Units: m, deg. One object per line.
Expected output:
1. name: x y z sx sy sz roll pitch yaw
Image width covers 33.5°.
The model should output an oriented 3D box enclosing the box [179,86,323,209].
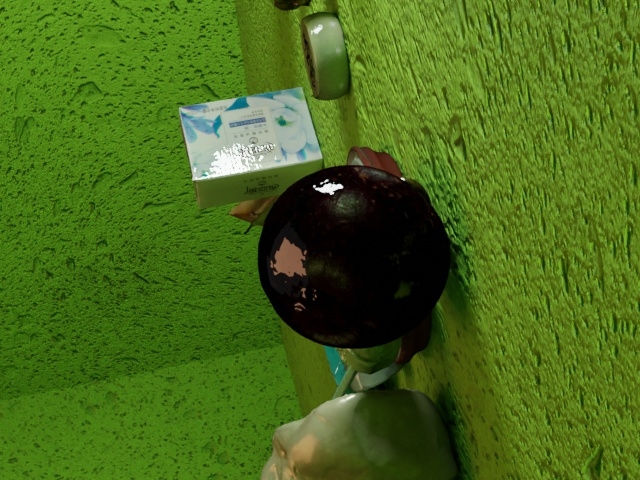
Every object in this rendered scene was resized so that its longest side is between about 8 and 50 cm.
1. box: -0.148 -0.198 2.260 0.116 0.274 0.203 92 166 -58

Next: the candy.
1. candy: 0.033 0.200 1.473 0.093 0.092 0.335 48 142 23

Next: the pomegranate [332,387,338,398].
1. pomegranate: 0.062 0.351 2.289 0.073 0.073 0.084 -109 -5 -52

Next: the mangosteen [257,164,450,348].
1. mangosteen: 0.046 0.002 1.264 0.265 0.228 0.228 -62 -26 -46

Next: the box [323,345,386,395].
1. box: 0.062 0.226 1.898 0.161 0.042 0.226 48 -169 -31

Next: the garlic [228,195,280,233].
1. garlic: -0.101 -0.067 2.469 0.151 0.196 0.338 65 174 -14

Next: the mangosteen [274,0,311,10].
1. mangosteen: -0.063 -0.456 1.709 0.180 0.166 0.166 54 180 -14

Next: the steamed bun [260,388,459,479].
1. steamed bun: 0.060 0.343 1.465 0.289 0.276 0.203 -42 54 42

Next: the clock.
1. clock: 0.081 0.021 1.525 0.318 0.080 0.318 170 90 -83

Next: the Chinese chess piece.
1. Chinese chess piece: 0.005 -0.300 1.735 0.144 0.059 0.144 168 90 -83

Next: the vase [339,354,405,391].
1. vase: 0.042 0.121 1.675 0.219 0.096 0.096 62 175 -5
